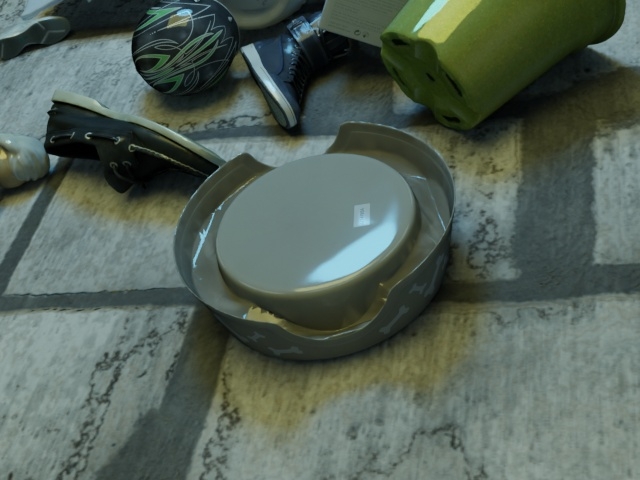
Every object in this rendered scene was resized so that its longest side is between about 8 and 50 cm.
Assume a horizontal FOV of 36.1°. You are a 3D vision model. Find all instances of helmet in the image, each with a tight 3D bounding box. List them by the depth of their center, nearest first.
[{"bbox_3d":[-0.217,-0.312,1.570,0.169,0.169,0.161,-31,27,-13],"label":"helmet"}]

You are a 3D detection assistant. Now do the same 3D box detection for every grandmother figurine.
[{"bbox_3d":[-0.581,-0.071,1.503,0.343,0.104,0.207,-27,70,-13],"label":"grandmother figurine"}]

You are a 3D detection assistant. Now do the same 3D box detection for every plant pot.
[{"bbox_3d":[0.228,-0.298,1.354,0.254,0.276,0.276,-46,48,-11],"label":"plant pot"}]

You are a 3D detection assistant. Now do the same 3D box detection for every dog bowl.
[{"bbox_3d":[0.000,0.000,1.212,0.349,0.102,0.348,-10,44,10],"label":"dog bowl"}]

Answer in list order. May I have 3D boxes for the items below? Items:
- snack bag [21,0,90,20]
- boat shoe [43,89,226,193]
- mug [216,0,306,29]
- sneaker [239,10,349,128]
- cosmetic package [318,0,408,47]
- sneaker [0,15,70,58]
[{"bbox_3d":[-0.411,-0.566,1.866,0.343,0.037,0.323,-17,47,28],"label":"snack bag"},{"bbox_3d":[-0.289,-0.128,1.446,0.340,0.127,0.113,22,85,27],"label":"boat shoe"},{"bbox_3d":[-0.145,-0.504,1.699,0.374,0.276,0.328,-31,37,34],"label":"mug"},{"bbox_3d":[-0.024,-0.270,1.513,0.164,0.086,0.226,-23,41,-1],"label":"sneaker"},{"bbox_3d":[0.102,-0.444,1.497,0.138,0.224,0.224,16,34,-2],"label":"cosmetic package"},{"bbox_3d":[-0.546,-0.395,1.854,0.152,0.053,0.061,-17,40,2],"label":"sneaker"}]
